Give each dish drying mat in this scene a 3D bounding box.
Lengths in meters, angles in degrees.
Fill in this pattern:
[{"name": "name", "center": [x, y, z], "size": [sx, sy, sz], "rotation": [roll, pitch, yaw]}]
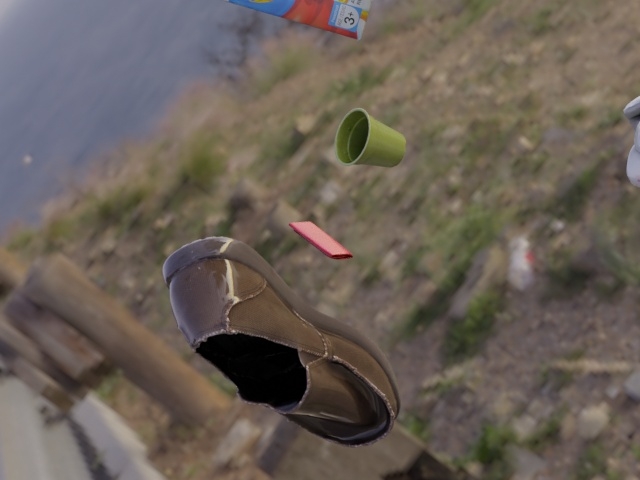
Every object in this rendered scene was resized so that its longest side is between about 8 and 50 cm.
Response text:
[{"name": "dish drying mat", "center": [0.000, 0.000, 1.715], "size": [0.083, 0.032, 0.008], "rotation": [37, 123, 45]}]

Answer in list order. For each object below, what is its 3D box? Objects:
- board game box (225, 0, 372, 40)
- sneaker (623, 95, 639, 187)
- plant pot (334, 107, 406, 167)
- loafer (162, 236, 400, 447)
[{"name": "board game box", "center": [-0.074, -0.298, 1.476], "size": [0.144, 0.275, 0.142], "rotation": [-84, 9, -78]}, {"name": "sneaker", "center": [0.308, -0.061, 1.258], "size": [0.115, 0.090, 0.232], "rotation": [-28, 28, 10]}, {"name": "plant pot", "center": [0.075, -0.135, 2.208], "size": [0.083, 0.079, 0.083], "rotation": [-28, 54, 48]}, {"name": "loafer", "center": [-0.042, 0.142, 1.676], "size": [0.134, 0.366, 0.130], "rotation": [-28, 44, 26]}]
